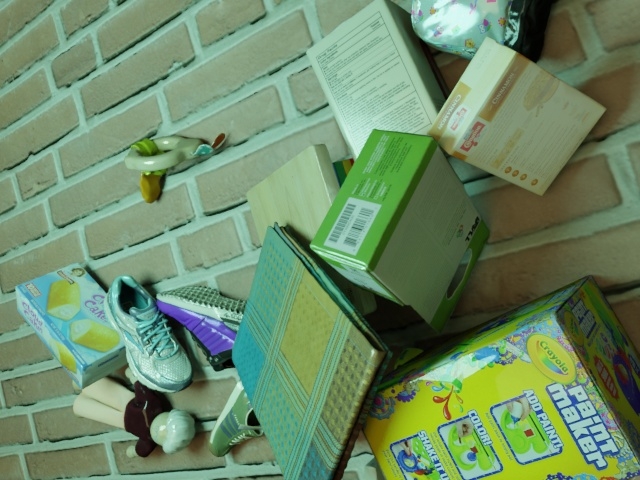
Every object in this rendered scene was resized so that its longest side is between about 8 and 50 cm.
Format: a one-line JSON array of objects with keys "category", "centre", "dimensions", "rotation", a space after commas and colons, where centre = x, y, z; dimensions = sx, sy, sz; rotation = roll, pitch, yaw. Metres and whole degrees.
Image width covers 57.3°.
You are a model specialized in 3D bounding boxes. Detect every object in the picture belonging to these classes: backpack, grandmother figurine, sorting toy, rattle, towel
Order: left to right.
[{"category": "grandmother figurine", "centre": [-0.411, 0.388, 1.292], "dimensions": [0.343, 0.104, 0.207], "rotation": [7, 109, 33]}, {"category": "rattle", "centre": [-0.279, -0.140, 1.175], "dimensions": [0.200, 0.130, 0.142], "rotation": [-3, 106, 5]}, {"category": "towel", "centre": [-0.035, 0.165, 0.832], "dimensions": [0.370, 0.040, 0.271], "rotation": [46, 123, 56]}, {"category": "sorting toy", "centre": [0.000, 0.000, 0.962], "dimensions": [0.255, 0.089, 0.257], "rotation": [-23, 83, 58]}, {"category": "backpack", "centre": [0.222, -0.324, 0.823], "dimensions": [0.182, 0.115, 0.151], "rotation": [21, 108, 31]}]

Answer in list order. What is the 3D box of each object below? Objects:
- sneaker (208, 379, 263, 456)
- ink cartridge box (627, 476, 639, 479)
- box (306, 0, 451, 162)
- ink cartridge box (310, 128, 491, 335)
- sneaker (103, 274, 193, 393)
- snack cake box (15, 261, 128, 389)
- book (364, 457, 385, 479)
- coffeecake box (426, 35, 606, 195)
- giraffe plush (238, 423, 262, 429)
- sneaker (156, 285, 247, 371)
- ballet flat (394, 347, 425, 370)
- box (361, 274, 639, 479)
[{"category": "sneaker", "centre": [-0.153, 0.365, 1.149], "dimensions": [0.086, 0.064, 0.192], "rotation": [33, 108, 30]}, {"category": "ink cartridge box", "centre": [0.446, 0.284, 0.756], "dimensions": [0.060, 0.104, 0.180], "rotation": [32, 111, 24]}, {"category": "box", "centre": [0.106, -0.220, 0.896], "dimensions": [0.149, 0.127, 0.232], "rotation": [-27, 81, 31]}, {"category": "ink cartridge box", "centre": [0.125, -0.001, 0.812], "dimensions": [0.097, 0.255, 0.188], "rotation": [18, 74, 39]}, {"category": "sneaker", "centre": [-0.361, 0.190, 1.211], "dimensions": [0.283, 0.110, 0.122], "rotation": [46, 140, 18]}, {"category": "snack cake box", "centre": [-0.535, 0.182, 1.303], "dimensions": [0.264, 0.152, 0.089], "rotation": [40, 134, 21]}, {"category": "book", "centre": [0.111, 0.380, 0.945], "dimensions": [0.035, 0.144, 0.096], "rotation": [3, 97, 31]}, {"category": "coffeecake box", "centre": [0.258, -0.158, 0.773], "dimensions": [0.142, 0.186, 0.068], "rotation": [-59, 34, 22]}, {"category": "giraffe plush", "centre": [-0.038, 0.257, 1.029], "dimensions": [0.181, 0.210, 0.170], "rotation": [-39, 40, 43]}, {"category": "sneaker", "centre": [-0.211, 0.181, 1.145], "dimensions": [0.294, 0.102, 0.146], "rotation": [12, 102, 30]}, {"category": "ballet flat", "centre": [0.168, 0.288, 0.940], "dimensions": [0.077, 0.077, 0.230], "rotation": [-19, 85, 31]}, {"category": "box", "centre": [0.246, 0.197, 0.759], "dimensions": [0.279, 0.290, 0.177], "rotation": [-33, 78, 30]}]
